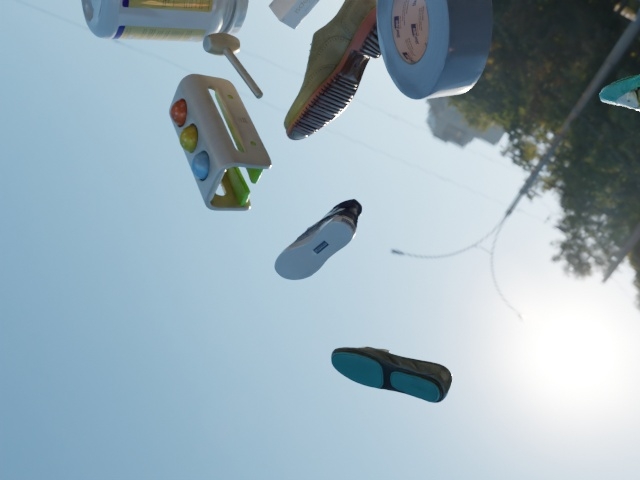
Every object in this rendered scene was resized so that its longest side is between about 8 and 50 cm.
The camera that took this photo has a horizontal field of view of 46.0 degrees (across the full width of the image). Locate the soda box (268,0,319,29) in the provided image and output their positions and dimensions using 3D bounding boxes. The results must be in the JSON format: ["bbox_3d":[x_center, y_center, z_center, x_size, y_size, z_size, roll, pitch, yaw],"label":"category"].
[{"bbox_3d":[-0.035,-0.673,2.006,0.073,0.216,0.069,10,-139,-56],"label":"soda box"}]

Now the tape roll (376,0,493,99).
[{"bbox_3d":[0.159,-0.318,1.095,0.072,0.219,0.219,-12,-141,-18],"label":"tape roll"}]

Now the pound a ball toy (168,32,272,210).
[{"bbox_3d":[-0.207,-0.242,1.482,0.135,0.208,0.319,0,-133,-34],"label":"pound a ball toy"}]

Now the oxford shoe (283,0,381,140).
[{"bbox_3d":[0.020,-0.376,1.633,0.130,0.348,0.123,45,-166,23],"label":"oxford shoe"}]

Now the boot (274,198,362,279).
[{"bbox_3d":[0.000,0.000,1.343,0.069,0.190,0.086,48,-145,-15],"label":"boot"}]

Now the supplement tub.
[{"bbox_3d":[-0.352,-0.572,1.699,0.331,0.241,0.241,-6,-141,-30],"label":"supplement tub"}]

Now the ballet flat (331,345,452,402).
[{"bbox_3d":[0.122,0.220,1.287,0.213,0.072,0.068,14,-150,25],"label":"ballet flat"}]

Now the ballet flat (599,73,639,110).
[{"bbox_3d":[0.765,-0.355,1.762,0.083,0.247,0.087,11,-112,-35],"label":"ballet flat"}]
